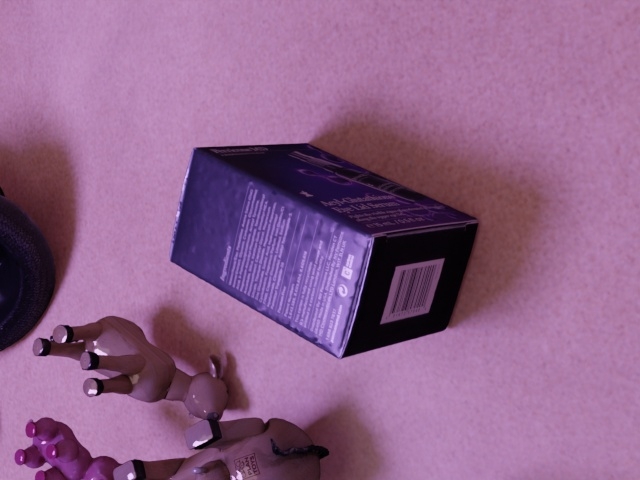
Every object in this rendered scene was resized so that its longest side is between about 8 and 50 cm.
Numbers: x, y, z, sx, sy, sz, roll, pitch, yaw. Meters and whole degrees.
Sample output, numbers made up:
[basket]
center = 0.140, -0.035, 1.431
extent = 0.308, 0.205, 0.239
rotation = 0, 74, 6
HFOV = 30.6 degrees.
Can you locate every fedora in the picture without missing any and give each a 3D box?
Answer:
[fedora]
center = -0.471, 0.008, 1.337
extent = 0.334, 0.334, 0.152
rotation = -51, 31, 32

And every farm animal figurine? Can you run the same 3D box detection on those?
[farm animal figurine]
center = -0.127, 0.225, 1.120
extent = 0.327, 0.172, 0.330
rotation = -11, 78, 37

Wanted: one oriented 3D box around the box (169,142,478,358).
[box]
center = 0.000, 0.000, 0.989
extent = 0.207, 0.153, 0.108
rotation = 27, 112, 33
